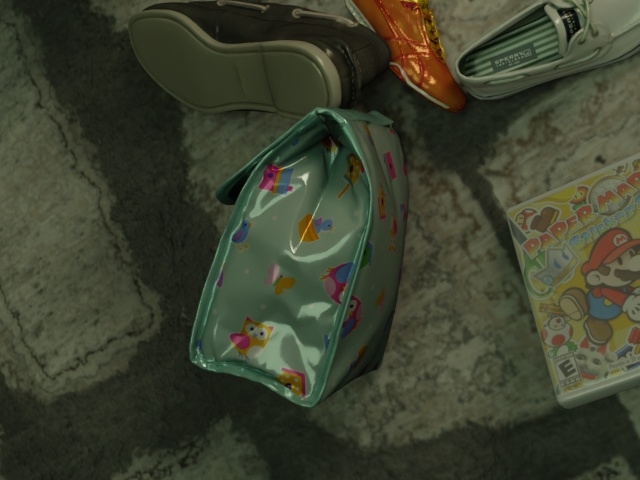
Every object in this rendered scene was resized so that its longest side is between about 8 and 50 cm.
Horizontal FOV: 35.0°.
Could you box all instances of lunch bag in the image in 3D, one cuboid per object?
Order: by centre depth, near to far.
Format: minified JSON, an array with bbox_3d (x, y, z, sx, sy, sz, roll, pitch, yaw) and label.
[{"bbox_3d":[0.000,0.000,0.962,0.160,0.223,0.262,16,98,16],"label":"lunch bag"}]

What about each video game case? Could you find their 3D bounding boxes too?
[{"bbox_3d":[0.290,0.017,0.892,0.227,0.026,0.206,-25,55,23],"label":"video game case"}]

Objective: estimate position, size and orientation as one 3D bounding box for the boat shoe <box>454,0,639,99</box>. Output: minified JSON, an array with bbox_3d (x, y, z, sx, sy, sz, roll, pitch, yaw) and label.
[{"bbox_3d":[0.230,-0.190,0.931,0.226,0.076,0.083,-29,81,22],"label":"boat shoe"}]

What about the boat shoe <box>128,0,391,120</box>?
[{"bbox_3d":[-0.070,-0.191,1.053,0.335,0.095,0.112,20,130,42],"label":"boat shoe"}]

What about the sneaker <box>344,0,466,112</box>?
[{"bbox_3d":[0.091,-0.200,1.000,0.067,0.064,0.175,-41,76,24],"label":"sneaker"}]
